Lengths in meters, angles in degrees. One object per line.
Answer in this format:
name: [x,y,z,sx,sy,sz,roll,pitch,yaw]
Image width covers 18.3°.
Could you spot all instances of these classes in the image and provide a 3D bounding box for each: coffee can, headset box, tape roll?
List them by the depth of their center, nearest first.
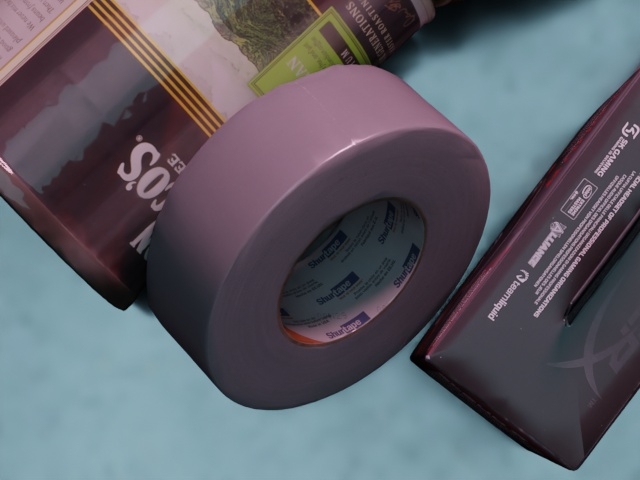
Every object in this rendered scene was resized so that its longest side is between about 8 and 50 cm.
headset box: [0.163,0.018,1.200,0.110,0.293,0.218,37,88,2]
tape roll: [0.000,0.000,1.238,0.219,0.219,0.072,-44,55,-2]
coffee can: [-0.094,-0.121,1.257,0.275,0.201,0.201,-44,87,-2]

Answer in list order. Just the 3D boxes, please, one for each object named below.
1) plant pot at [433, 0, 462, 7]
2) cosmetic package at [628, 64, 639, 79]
plant pot: [0.171,-0.269,1.278,0.230,0.215,0.215,-8,86,-15]
cosmetic package: [0.341,-0.164,1.292,0.153,0.129,0.296,40,87,2]
